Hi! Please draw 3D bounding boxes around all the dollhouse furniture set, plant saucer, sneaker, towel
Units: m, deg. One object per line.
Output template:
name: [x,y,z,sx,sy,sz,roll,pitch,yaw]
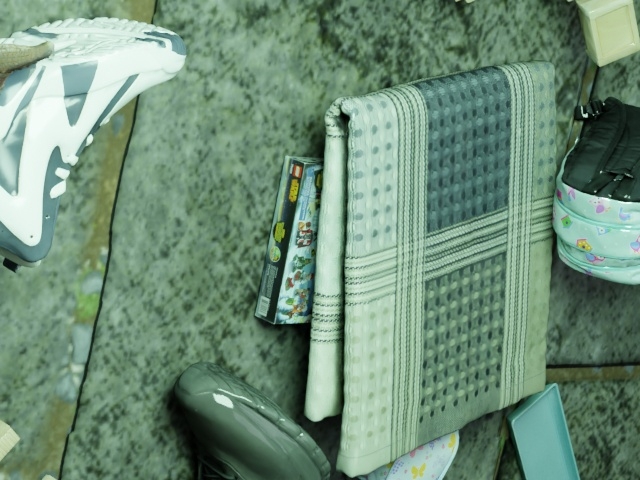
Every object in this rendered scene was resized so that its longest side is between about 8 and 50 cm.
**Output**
dollhouse furniture set: [0.165,-0.230,1.688,0.161,0.101,0.182,-22,124,-8]
plant saucer: [0.223,0.227,1.951,0.067,0.018,0.192,-38,128,-27]
sneaker: [-0.195,-0.059,1.383,0.235,0.094,0.153,-24,123,-35]
towel: [0.100,0.017,1.701,0.312,0.056,0.324,-17,112,-50]
sneaker: [-0.051,0.216,1.627,0.130,0.109,0.286,-42,128,-13]

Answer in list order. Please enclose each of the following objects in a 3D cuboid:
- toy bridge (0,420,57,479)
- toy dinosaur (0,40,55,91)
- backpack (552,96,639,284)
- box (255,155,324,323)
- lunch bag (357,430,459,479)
toy bridge: [-0.218,0.209,1.513,0.063,0.026,0.188,-50,134,-16]
toy dinosaur: [-0.284,-0.044,1.235,0.295,0.127,0.200,-27,131,1]
backpack: [0.280,-0.044,1.777,0.182,0.152,0.115,-45,137,-52]
box: [0.000,0.000,1.639,0.094,0.027,0.137,-1,106,-45]
lunch bag: [0.079,0.187,1.773,0.071,0.053,0.083,24,98,-44]
